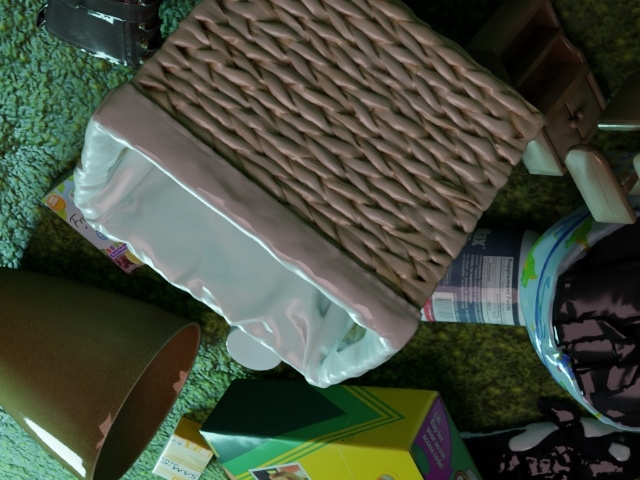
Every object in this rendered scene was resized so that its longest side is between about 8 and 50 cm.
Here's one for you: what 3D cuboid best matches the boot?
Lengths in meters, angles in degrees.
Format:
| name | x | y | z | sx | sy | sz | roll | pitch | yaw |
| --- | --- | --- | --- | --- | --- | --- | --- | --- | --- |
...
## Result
| name | x | y | z | sx | sy | sz | roll | pitch | yaw |
| --- | --- | --- | --- | --- | --- | --- | --- | --- | --- |
| boot | -0.171 | -0.269 | 1.430 | 0.263 | 0.091 | 0.229 | 18 | 134 | 16 |

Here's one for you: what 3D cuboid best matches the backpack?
| name | x | y | z | sx | sy | sz | roll | pitch | yaw |
| --- | --- | --- | --- | --- | --- | --- | --- | --- | --- |
| backpack | 0.376 | 0.046 | 1.397 | 0.356 | 0.273 | 0.290 | -25 | 108 | -12 |

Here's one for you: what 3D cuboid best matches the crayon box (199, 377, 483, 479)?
| name | x | y | z | sx | sy | sz | roll | pitch | yaw |
| --- | --- | --- | --- | --- | --- | --- | --- | --- | --- |
| crayon box | 0.064 | 0.340 | 1.817 | 0.313 | 0.106 | 0.363 | 0 | 132 | 37 |

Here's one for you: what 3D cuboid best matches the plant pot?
| name | x | y | z | sx | sy | sz | roll | pitch | yaw |
| --- | --- | --- | --- | --- | --- | --- | --- | --- | --- |
| plant pot | -0.316 | 0.143 | 1.751 | 0.254 | 0.237 | 0.237 | 28 | 133 | 10 |

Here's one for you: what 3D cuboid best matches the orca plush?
| name | x | y | z | sx | sy | sz | roll | pitch | yaw |
| --- | --- | --- | --- | --- | --- | --- | --- | --- | --- |
| orca plush | 0.258 | 0.275 | 1.752 | 0.287 | 0.102 | 0.151 | 10 | 132 | 9 |

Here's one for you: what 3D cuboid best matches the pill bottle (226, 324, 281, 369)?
| name | x | y | z | sx | sy | sz | roll | pitch | yaw |
| --- | --- | --- | --- | --- | --- | --- | --- | --- | --- |
| pill bottle | -0.055 | 0.069 | 1.630 | 0.087 | 0.160 | 0.087 | 8 | 131 | 9 |

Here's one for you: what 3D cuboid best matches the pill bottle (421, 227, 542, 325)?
| name | x | y | z | sx | sy | sz | roll | pitch | yaw |
| --- | --- | --- | --- | --- | --- | --- | --- | --- | --- |
| pill bottle | 0.197 | 0.040 | 1.565 | 0.180 | 0.108 | 0.108 | 2 | 130 | 15 |

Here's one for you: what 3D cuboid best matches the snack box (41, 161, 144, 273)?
| name | x | y | z | sx | sy | sz | roll | pitch | yaw |
| --- | --- | --- | --- | --- | --- | --- | --- | --- | --- |
| snack box | -0.242 | -0.034 | 1.681 | 0.141 | 0.037 | 0.100 | 43 | 127 | -20 |

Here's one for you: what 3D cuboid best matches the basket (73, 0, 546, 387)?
| name | x | y | z | sx | sy | sz | roll | pitch | yaw |
| --- | --- | --- | --- | --- | --- | --- | --- | --- | --- |
| basket | -0.024 | -0.070 | 1.338 | 0.331 | 0.266 | 0.328 | 36 | 163 | -3 |

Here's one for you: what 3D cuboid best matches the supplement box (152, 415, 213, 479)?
| name | x | y | z | sx | sy | sz | roll | pitch | yaw |
| --- | --- | --- | --- | --- | --- | --- | --- | --- | --- |
| supplement box | -0.182 | 0.289 | 1.944 | 0.062 | 0.036 | 0.098 | 25 | 133 | -5 |

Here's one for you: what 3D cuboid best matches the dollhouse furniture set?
| name | x | y | z | sx | sy | sz | roll | pitch | yaw |
| --- | --- | --- | --- | --- | --- | --- | --- | --- | --- |
| dollhouse furniture set | 0.279 | -0.146 | 1.315 | 0.242 | 0.212 | 0.161 | 7 | 139 | 47 |
